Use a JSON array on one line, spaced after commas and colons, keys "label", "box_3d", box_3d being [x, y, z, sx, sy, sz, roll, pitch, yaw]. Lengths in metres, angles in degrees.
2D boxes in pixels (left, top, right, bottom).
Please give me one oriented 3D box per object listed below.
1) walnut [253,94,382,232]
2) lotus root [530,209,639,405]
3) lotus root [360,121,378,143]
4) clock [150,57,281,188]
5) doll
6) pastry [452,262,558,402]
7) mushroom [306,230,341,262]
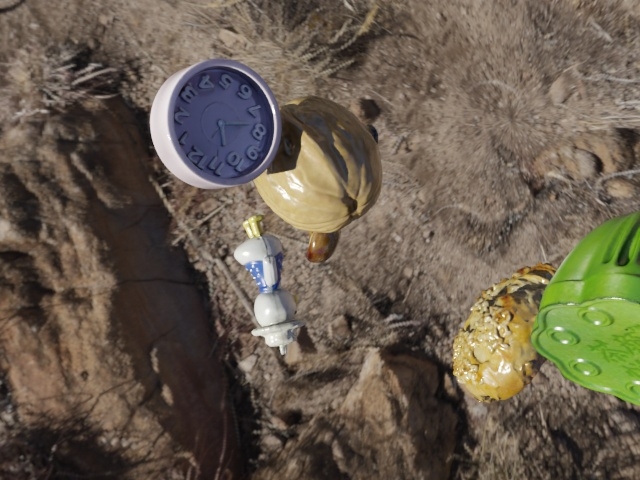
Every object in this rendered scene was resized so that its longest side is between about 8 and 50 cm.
[{"label": "walnut", "box_3d": [-0.012, -0.137, 1.312, 0.225, 0.225, 0.261, -49, 64, 16]}, {"label": "lotus root", "box_3d": [0.296, 0.036, 0.659, 0.186, 0.186, 0.186, 2, 99, 14]}, {"label": "lotus root", "box_3d": [0.030, -0.203, 1.813, 0.241, 0.124, 0.123, -36, 55, -14]}, {"label": "clock", "box_3d": [-0.160, -0.179, 1.161, 0.068, 0.197, 0.197, 2, 103, 57]}, {"label": "doll", "box_3d": [-0.106, 0.093, 1.557, 0.119, 0.138, 0.293, -11, 84, -18]}, {"label": "pastry", "box_3d": [0.371, 0.170, 1.474, 0.162, 0.311, 0.255, 38, 142, 8]}, {"label": "mushroom", "box_3d": [0.000, 0.000, 1.831, 0.087, 0.127, 0.127, 26, 104, 8]}]
